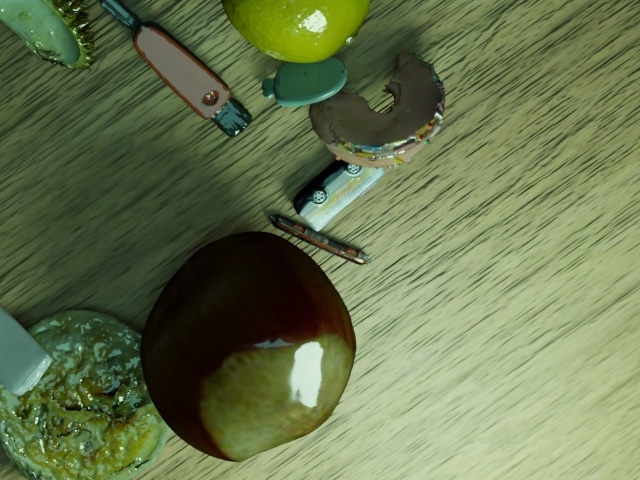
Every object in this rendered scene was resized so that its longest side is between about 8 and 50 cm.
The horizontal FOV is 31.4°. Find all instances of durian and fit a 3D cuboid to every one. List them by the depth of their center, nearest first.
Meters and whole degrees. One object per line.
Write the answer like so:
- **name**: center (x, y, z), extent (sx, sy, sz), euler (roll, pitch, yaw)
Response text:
- **durian**: center (-0.452, -0.382, 1.832), extent (0.139, 0.144, 0.252), euler (-27, 131, 25)

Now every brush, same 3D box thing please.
- **brush**: center (-0.245, -0.294, 1.901), extent (0.323, 0.051, 0.070), euler (41, 96, -10)

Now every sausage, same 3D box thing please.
- **sausage**: center (0.000, 0.000, 1.988), extent (0.198, 0.025, 0.028), euler (24, 65, -10)

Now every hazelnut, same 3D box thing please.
- **hazelnut**: center (-0.116, 0.173, 1.846), extent (0.365, 0.366, 0.366), euler (-1, 99, -5)

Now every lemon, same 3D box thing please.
- **lemon**: center (-0.024, -0.396, 1.815), extent (0.219, 0.240, 0.240), euler (37, 94, -16)

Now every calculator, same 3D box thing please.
- **calculator**: center (-0.029, -0.267, 1.908), extent (0.152, 0.021, 0.095), euler (-6, 58, 16)

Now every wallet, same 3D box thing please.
- **wallet**: center (-0.537, 0.178, 1.918), extent (0.190, 0.033, 0.095), euler (42, 89, 19)

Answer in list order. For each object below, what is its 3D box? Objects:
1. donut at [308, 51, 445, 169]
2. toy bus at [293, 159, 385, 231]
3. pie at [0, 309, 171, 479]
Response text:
- **donut**: center (0.102, -0.205, 1.902), extent (0.232, 0.085, 0.199), euler (-17, 57, -1)
- **toy bus**: center (0.033, -0.093, 1.961), extent (0.172, 0.057, 0.072), euler (-41, 110, 2)
- **pie**: center (-0.409, 0.286, 1.969), extent (0.339, 0.077, 0.339), euler (-1, 99, -6)
